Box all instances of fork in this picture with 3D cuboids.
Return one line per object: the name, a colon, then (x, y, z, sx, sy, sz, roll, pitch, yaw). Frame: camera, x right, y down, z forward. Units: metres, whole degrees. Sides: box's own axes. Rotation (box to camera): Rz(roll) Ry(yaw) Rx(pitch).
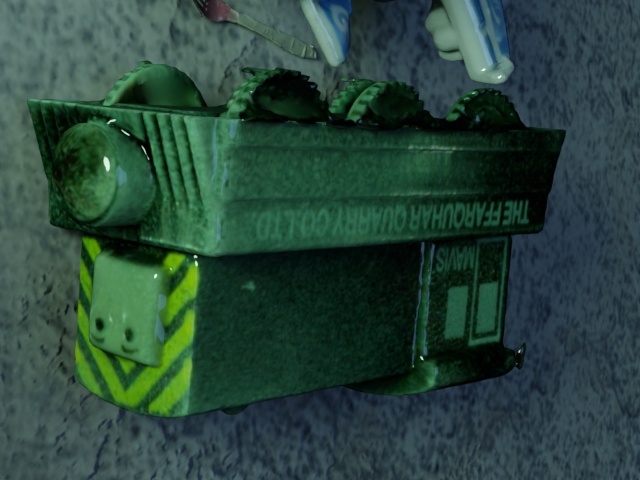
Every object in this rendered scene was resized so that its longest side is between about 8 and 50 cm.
fork: (-0.037, -0.119, 0.748, 0.115, 0.012, 0.016, 17, 85, -55)

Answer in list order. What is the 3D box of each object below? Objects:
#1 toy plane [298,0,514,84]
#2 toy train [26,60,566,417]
toy plane: (0.032, -0.199, 0.709, 0.267, 0.122, 0.267, 25, 59, -49)
toy train: (0.000, 0.000, 0.712, 0.330, 0.138, 0.178, -4, 102, -49)
